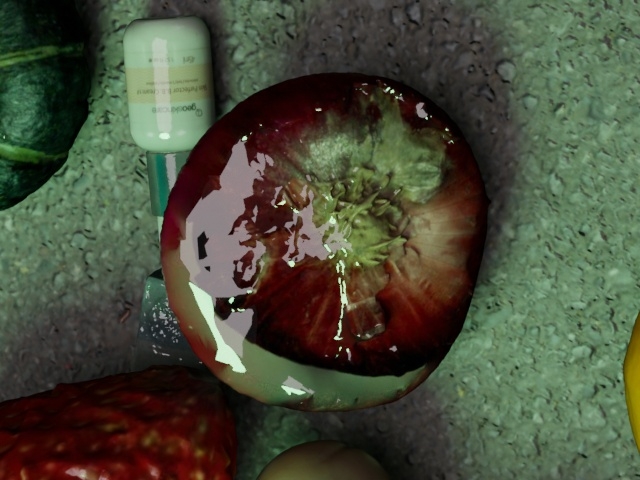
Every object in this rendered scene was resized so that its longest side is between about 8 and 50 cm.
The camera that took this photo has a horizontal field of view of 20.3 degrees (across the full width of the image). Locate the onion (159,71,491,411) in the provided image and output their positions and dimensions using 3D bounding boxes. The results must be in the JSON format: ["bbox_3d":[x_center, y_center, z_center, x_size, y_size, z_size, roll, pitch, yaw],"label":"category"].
[{"bbox_3d":[0.000,0.000,1.425,0.272,0.195,0.272,-2,99,-13],"label":"onion"}]

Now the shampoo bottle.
[{"bbox_3d":[-0.123,-0.090,1.488,0.074,0.074,0.192,0,99,15],"label":"shampoo bottle"}]

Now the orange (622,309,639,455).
[{"bbox_3d":[0.343,0.099,1.314,0.246,0.246,0.246,3,100,15],"label":"orange"}]

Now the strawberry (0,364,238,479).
[{"bbox_3d":[-0.223,0.240,1.398,0.291,0.292,0.310,15,103,12],"label":"strawberry"}]

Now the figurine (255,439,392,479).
[{"bbox_3d":[-0.006,0.375,1.465,0.388,0.248,0.276,-50,61,15],"label":"figurine"}]

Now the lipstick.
[{"bbox_3d":[-0.135,0.183,1.543,0.066,0.068,0.317,13,103,12],"label":"lipstick"}]

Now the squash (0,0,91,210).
[{"bbox_3d":[-0.312,-0.140,1.485,0.252,0.165,0.252,4,104,17],"label":"squash"}]
